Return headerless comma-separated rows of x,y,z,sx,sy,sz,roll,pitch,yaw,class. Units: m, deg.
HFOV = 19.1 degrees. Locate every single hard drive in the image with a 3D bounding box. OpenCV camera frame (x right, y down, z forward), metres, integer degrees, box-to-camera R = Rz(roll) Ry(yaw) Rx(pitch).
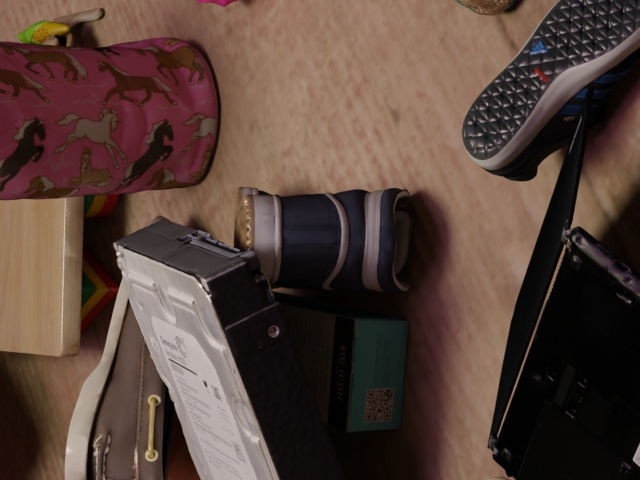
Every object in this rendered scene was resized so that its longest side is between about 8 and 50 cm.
-0.064,0.157,1.653,0.237,0.064,0.339,18,130,64,hard drive

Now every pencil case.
-0.278,-0.125,1.853,0.160,0.386,0.167,16,102,44,pencil case

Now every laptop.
0.212,0.073,1.339,0.264,0.136,0.234,41,140,28,laptop

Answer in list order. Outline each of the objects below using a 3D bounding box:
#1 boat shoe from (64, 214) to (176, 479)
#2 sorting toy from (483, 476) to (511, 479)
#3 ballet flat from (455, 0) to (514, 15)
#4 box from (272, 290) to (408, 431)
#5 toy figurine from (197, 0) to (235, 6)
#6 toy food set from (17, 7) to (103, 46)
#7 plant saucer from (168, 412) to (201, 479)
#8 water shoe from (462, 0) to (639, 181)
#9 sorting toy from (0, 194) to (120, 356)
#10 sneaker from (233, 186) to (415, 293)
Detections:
-0.160,0.111,1.848,0.116,0.097,0.324,91,-170,-47,boat shoe
0.128,0.314,1.556,0.193,0.038,0.208,-35,65,49,sorting toy
0.145,-0.281,1.523,0.073,0.067,0.206,31,113,51,ballet flat
-0.018,0.105,1.745,0.244,0.060,0.100,10,97,55,box
-0.111,-0.302,1.882,0.159,0.130,0.173,33,91,36,toy figurine
-0.330,-0.193,2.131,0.132,0.038,0.192,-4,50,53,toy food set
-0.171,0.195,1.910,0.200,0.037,0.200,-28,46,33,plant saucer
0.195,-0.129,1.450,0.203,0.080,0.073,-42,55,15,water shoe
-0.308,-0.004,2.137,0.255,0.089,0.257,0,88,55,sorting toy
0.000,0.000,1.711,0.282,0.153,0.099,-169,78,-85,sneaker
